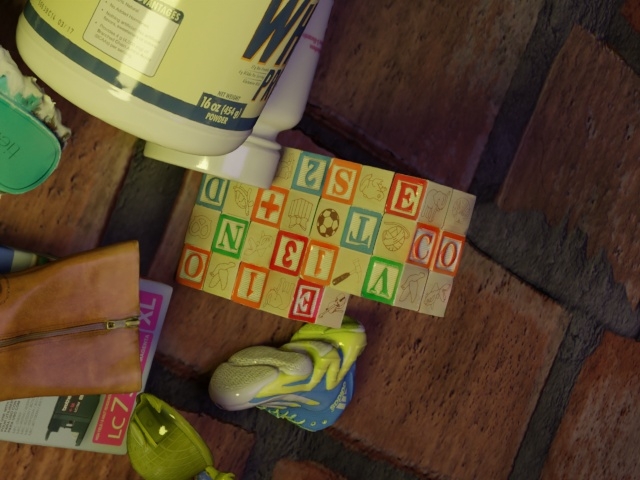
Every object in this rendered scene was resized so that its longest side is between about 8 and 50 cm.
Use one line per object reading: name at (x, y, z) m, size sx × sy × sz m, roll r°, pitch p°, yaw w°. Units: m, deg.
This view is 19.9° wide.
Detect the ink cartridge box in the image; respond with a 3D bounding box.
ink cartridge box at (-0.289, 0.103, 1.774) m, size 0.311 × 0.065 × 0.186 m, roll 16°, pitch 90°, yaw -47°

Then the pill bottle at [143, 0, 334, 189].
pill bottle at (-0.078, -0.204, 1.831) m, size 0.160 × 0.160 × 0.283 m, roll 14°, pitch 93°, yaw -49°

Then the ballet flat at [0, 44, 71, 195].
ballet flat at (-0.368, -0.175, 1.545) m, size 0.147 × 0.147 × 0.409 m, roll -60°, pitch 143°, yaw -15°

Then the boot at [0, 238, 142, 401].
boot at (-0.291, 0.033, 1.637) m, size 0.280 × 0.096 × 0.264 m, roll -9°, pitch 99°, yaw -24°

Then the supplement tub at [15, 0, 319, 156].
supplement tub at (-0.105, -0.264, 1.615) m, size 0.235 × 0.235 × 0.325 m, roll 10°, pitch 114°, yaw -49°

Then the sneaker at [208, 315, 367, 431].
sneaker at (-0.029, 0.175, 2.061) m, size 0.240 × 0.091 × 0.126 m, roll -22°, pitch 118°, yaw -43°

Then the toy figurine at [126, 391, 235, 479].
toy figurine at (-0.171, 0.330, 1.873) m, size 0.217 × 0.191 × 0.362 m, roll -37°, pitch 152°, yaw -11°

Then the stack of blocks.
stack of blocks at (0.000, 0.000, 1.879) m, size 0.087 × 0.297 × 0.171 m, roll 15°, pitch 90°, yaw -50°
